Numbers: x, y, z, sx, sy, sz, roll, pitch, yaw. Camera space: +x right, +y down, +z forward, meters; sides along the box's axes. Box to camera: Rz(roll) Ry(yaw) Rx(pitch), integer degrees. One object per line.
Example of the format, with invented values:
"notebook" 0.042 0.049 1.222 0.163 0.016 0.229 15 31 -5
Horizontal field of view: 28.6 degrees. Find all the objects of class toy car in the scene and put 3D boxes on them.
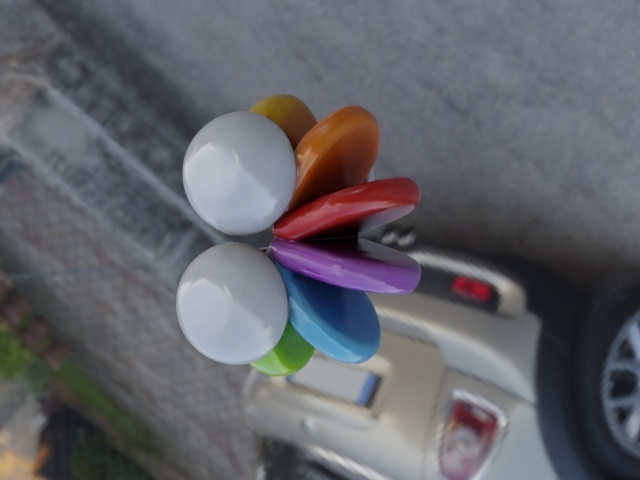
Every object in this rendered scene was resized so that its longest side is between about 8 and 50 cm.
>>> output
"toy car" 0.000 0.000 0.794 0.136 0.182 0.159 7 -174 28
